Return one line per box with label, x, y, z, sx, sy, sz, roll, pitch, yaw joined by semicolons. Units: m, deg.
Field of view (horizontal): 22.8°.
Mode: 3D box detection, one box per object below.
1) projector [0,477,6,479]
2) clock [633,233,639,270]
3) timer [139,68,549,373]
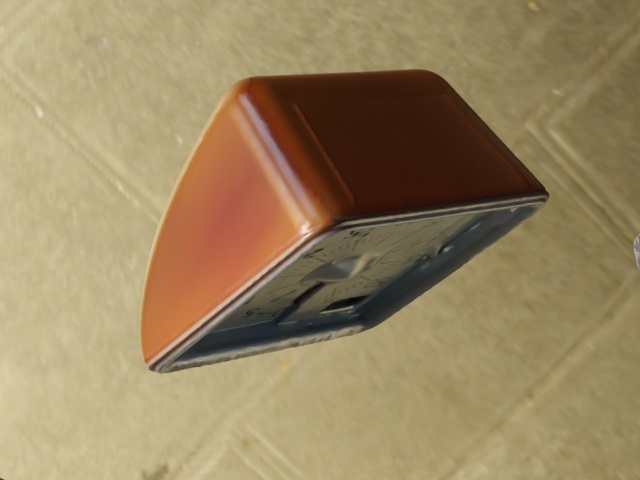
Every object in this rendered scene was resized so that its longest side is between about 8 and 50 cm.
projector;-0.086;0.235;0.665;0.256;0.192;0.099;29;140;-23
clock;0.283;0.055;1.000;0.073;0.145;0.193;-22;76;-9
timer;0.000;0.000;1.246;0.257;0.161;0.250;-9;143;-43
